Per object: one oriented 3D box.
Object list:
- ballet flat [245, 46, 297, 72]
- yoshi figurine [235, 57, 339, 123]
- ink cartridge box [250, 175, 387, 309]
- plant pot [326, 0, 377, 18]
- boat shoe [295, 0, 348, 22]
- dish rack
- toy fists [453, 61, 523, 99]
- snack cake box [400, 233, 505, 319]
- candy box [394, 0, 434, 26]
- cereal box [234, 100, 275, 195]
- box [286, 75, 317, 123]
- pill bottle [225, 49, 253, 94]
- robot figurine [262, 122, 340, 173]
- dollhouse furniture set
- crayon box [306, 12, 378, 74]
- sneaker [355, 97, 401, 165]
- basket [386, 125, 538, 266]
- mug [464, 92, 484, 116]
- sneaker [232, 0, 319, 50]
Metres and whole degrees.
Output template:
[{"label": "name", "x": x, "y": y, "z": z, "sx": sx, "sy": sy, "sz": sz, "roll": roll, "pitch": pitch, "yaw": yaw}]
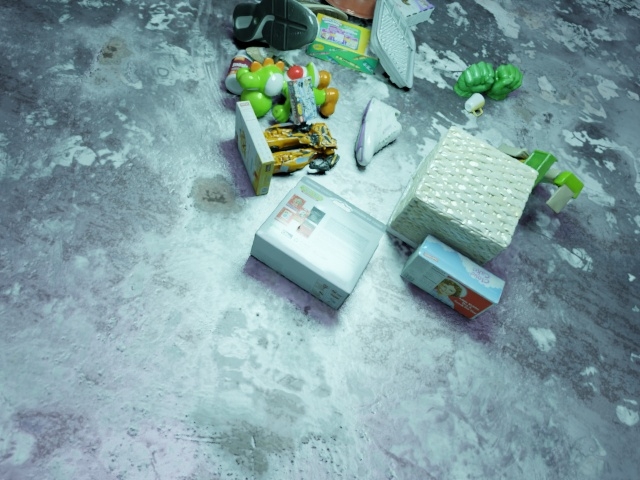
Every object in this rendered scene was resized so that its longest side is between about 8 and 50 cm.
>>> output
[{"label": "ballet flat", "x": -0.169, "y": -0.654, "z": 1.674, "sx": 0.206, "sy": 0.067, "sz": 0.073, "roll": 15, "pitch": 51, "yaw": -37}, {"label": "yoshi figurine", "x": -0.131, "y": -0.508, "z": 1.620, "sx": 0.361, "sy": 0.203, "sz": 0.203, "roll": -3, "pitch": 100, "yaw": -31}, {"label": "ink cartridge box", "x": 0.000, "y": 0.000, "z": 1.368, "sx": 0.309, "sy": 0.130, "sz": 0.272, "roll": 33, "pitch": 57, "yaw": 4}, {"label": "plant pot", "x": 0.171, "y": -1.108, "z": 1.909, "sx": 0.272, "sy": 0.265, "sz": 0.273, "roll": 13, "pitch": 44, "yaw": -13}, {"label": "boat shoe", "x": -0.013, "y": -0.939, "z": 1.904, "sx": 0.257, "sy": 0.095, "sz": 0.095, "roll": 7, "pitch": 54, "yaw": -11}, {"label": "dish rack", "x": 0.282, "y": -0.787, "z": 1.846, "sx": 0.285, "sy": 0.072, "sz": 0.333, "roll": 41, "pitch": 47, "yaw": -41}, {"label": "toy fists", "x": 0.696, "y": -0.654, "z": 1.906, "sx": 0.278, "sy": 0.142, "sz": 0.096, "roll": 0, "pitch": 62, "yaw": -15}, {"label": "snack cake box", "x": 0.392, "y": 0.113, "z": 1.397, "sx": 0.264, "sy": 0.152, "sz": 0.089, "roll": 33, "pitch": 58, "yaw": 4}, {"label": "candy box", "x": 0.380, "y": -1.043, "z": 2.078, "sx": 0.196, "sy": 0.070, "sz": 0.165, "roll": -31, "pitch": 74, "yaw": -28}, {"label": "cereal box", "x": -0.210, "y": -0.285, "z": 1.444, "sx": 0.047, "sy": 0.173, "sz": 0.240, "roll": -16, "pitch": 66, "yaw": -20}, {"label": "box", "x": -0.059, "y": -0.464, "z": 1.536, "sx": 0.027, "sy": 0.137, "sz": 0.093, "roll": 11, "pitch": 30, "yaw": 40}, {"label": "pill bottle", "x": -0.282, "y": -0.599, "z": 1.647, "sx": 0.085, "sy": 0.086, "sz": 0.152, "roll": 12, "pitch": 59, "yaw": -9}, {"label": "robot figurine", "x": -0.071, "y": -0.314, "z": 1.547, "sx": 0.290, "sy": 0.085, "sz": 0.211, "roll": -16, "pitch": 67, "yaw": -22}, {"label": "dollhouse furniture set", "x": 0.734, "y": -0.217, "z": 1.650, "sx": 0.197, "sy": 0.301, "sz": 0.151, "roll": 34, "pitch": 100, "yaw": -20}, {"label": "crayon box", "x": 0.098, "y": -0.784, "z": 1.853, "sx": 0.278, "sy": 0.081, "sz": 0.166, "roll": 15, "pitch": 59, "yaw": -7}, {"label": "sneaker", "x": 0.211, "y": -0.382, "z": 1.642, "sx": 0.152, "sy": 0.114, "sz": 0.305, "roll": 19, "pitch": 59, "yaw": -3}, {"label": "basket", "x": 0.434, "y": -0.124, "z": 1.456, "sx": 0.331, "sy": 0.266, "sz": 0.329, "roll": 30, "pitch": 67, "yaw": 4}, {"label": "mug", "x": 0.624, "y": -0.548, "z": 1.879, "sx": 0.064, "sy": 0.062, "sz": 0.078, "roll": -36, "pitch": 69, "yaw": -20}, {"label": "sneaker", "x": -0.098, "y": -0.773, "z": 1.659, "sx": 0.257, "sy": 0.169, "sz": 0.447, "roll": -15, "pitch": 32, "yaw": -38}]
